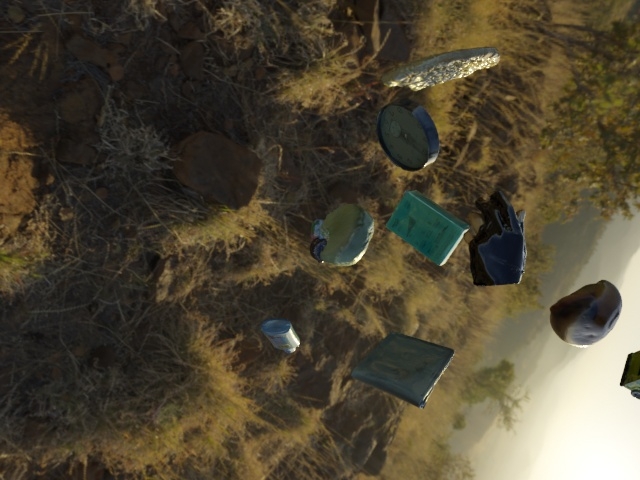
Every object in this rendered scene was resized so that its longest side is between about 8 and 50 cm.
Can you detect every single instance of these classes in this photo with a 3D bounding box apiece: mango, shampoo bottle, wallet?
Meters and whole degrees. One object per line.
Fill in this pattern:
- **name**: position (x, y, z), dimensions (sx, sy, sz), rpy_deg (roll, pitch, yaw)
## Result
- **mango**: position (0.852, 0.245, 1.460), dimensions (0.287, 0.201, 0.153), rpy_deg (65, 36, -52)
- **shampoo bottle**: position (-0.133, 0.344, 1.599), dimensions (0.258, 0.103, 0.061), rpy_deg (75, 14, -61)
- **wallet**: position (0.278, 0.413, 1.483), dimensions (0.290, 0.251, 0.054), rpy_deg (-29, 124, -47)

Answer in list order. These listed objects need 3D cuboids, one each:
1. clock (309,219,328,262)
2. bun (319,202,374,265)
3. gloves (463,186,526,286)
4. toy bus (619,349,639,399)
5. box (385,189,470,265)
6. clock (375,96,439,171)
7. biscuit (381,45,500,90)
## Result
- **clock**: position (0.000, 0.000, 2.084), dimensions (0.195, 0.100, 0.194), rpy_deg (-92, -179, -81)
- **bun**: position (0.084, -0.008, 1.389), dimensions (0.126, 0.203, 0.213), rpy_deg (36, 62, -29)
- **gloves**: position (0.513, -0.012, 1.300), dimensions (0.152, 0.197, 0.301), rpy_deg (106, -21, -63)
- **toy bus**: position (1.029, 0.425, 1.278), dimensions (0.128, 0.262, 0.150), rpy_deg (-53, 165, -27)
- **box**: position (0.478, -0.063, 2.007), dimensions (0.118, 0.311, 0.205), rpy_deg (-15, 138, -58)
- **clock**: position (0.244, -0.298, 1.283), dimensions (0.042, 0.215, 0.215), rpy_deg (-33, 136, -23)
- **biscuit**: position (0.242, -0.347, 0.907), dimensions (0.265, 0.188, 0.040), rpy_deg (-16, 97, -19)
